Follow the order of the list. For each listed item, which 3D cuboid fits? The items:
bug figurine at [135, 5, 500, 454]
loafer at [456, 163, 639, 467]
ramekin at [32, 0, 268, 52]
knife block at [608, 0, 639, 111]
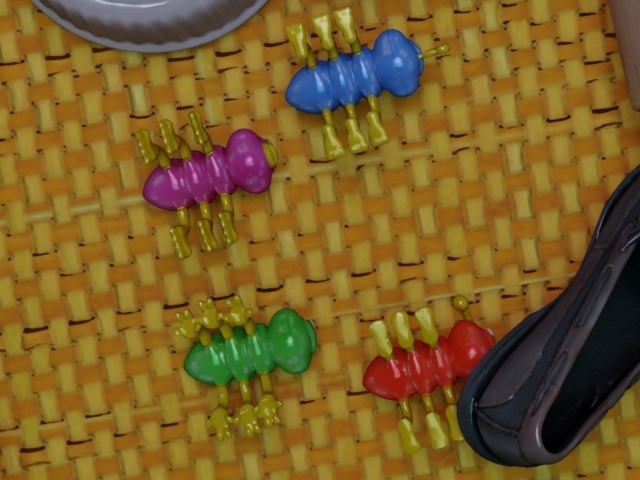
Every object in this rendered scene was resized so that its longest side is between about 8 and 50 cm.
[{"bbox_3d":[0.000,0.000,1.131,0.216,0.072,0.279,-13,99,8],"label":"bug figurine"},{"bbox_3d":[0.198,0.038,1.097,0.096,0.084,0.267,46,78,-19],"label":"loafer"},{"bbox_3d":[-0.109,-0.219,1.097,0.207,0.109,0.207,0,95,0],"label":"ramekin"},{"bbox_3d":[0.221,-0.132,1.066,0.275,0.088,0.242,38,68,-3],"label":"knife block"}]
